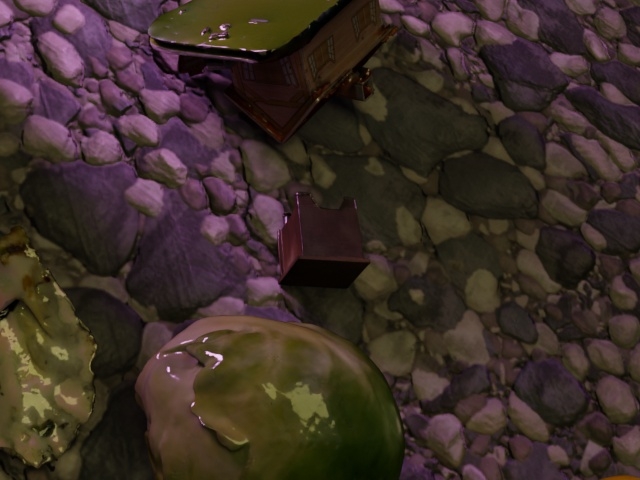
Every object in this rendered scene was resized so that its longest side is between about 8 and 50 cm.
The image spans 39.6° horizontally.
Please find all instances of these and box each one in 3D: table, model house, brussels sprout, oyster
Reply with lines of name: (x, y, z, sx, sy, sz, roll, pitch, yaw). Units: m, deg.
table: (0.000, 0.000, 0.985, 0.083, 0.070, 0.082, 4, 63, -20)
model house: (-0.038, -0.229, 1.050, 0.207, 0.154, 0.294, 12, 42, 31)
brussels sprout: (-0.046, 0.176, 0.806, 0.244, 0.244, 0.244, 9, 65, -19)
oyster: (-0.285, 0.105, 0.829, 0.133, 0.072, 0.209, -33, 103, -36)

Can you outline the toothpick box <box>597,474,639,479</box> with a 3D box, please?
toothpick box: (0.324, 0.392, 0.889, 0.175, 0.175, 0.271, -30, 85, -30)
